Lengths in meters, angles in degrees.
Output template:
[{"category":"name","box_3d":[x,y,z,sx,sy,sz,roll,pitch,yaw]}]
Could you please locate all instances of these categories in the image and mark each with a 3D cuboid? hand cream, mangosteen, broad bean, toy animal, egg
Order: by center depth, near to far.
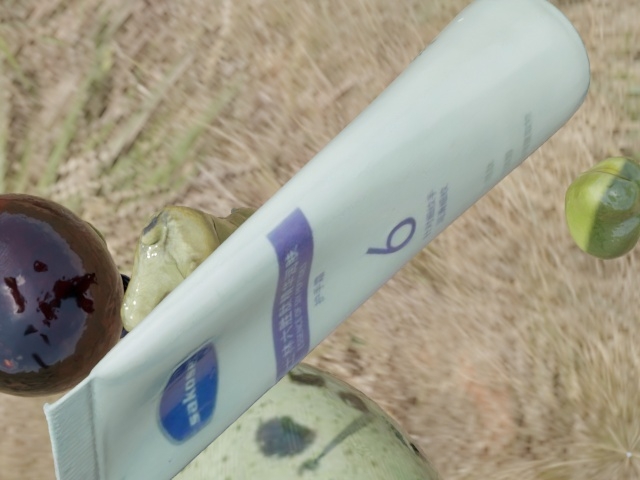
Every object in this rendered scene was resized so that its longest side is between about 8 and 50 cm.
[{"category":"hand cream","box_3d":[0.000,0.000,0.794,0.067,0.109,0.321,34,56,22]},{"category":"egg","box_3d":[-0.008,0.171,1.058,0.177,0.177,0.228,-24,68,6]},{"category":"broad bean","box_3d":[0.201,-0.023,1.363,0.063,0.083,0.045,39,52,19]},{"category":"toy animal","box_3d":[-0.083,0.017,1.504,0.103,0.219,0.101,-10,84,24]},{"category":"mangosteen","box_3d":[-0.244,0.043,1.663,0.200,0.200,0.200,-1,84,9]}]
